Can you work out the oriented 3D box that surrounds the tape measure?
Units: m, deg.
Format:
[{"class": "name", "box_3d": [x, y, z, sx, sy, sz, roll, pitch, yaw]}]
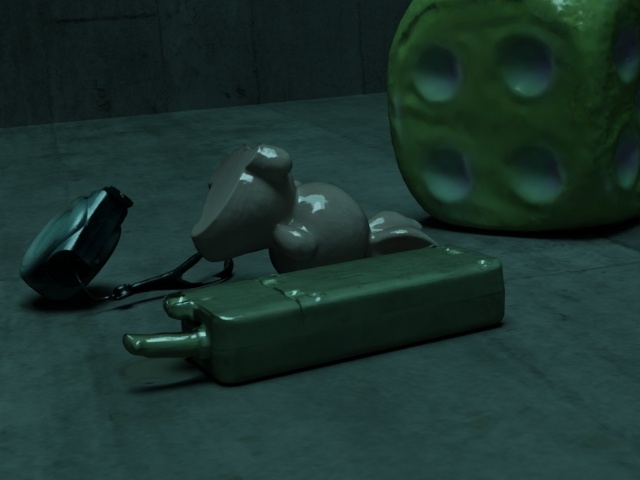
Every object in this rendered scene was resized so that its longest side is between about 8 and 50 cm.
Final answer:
[{"class": "tape measure", "box_3d": [-0.177, 0.030, 1.032, 0.179, 0.104, 0.107, 26, -31, -30]}]

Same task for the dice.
[{"class": "dice", "box_3d": [0.236, -0.151, 1.215, 0.251, 0.250, 0.254, 6, 15, 37]}]

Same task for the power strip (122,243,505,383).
[{"class": "power strip", "box_3d": [-0.005, 0.053, 0.822, 0.287, 0.053, 0.093, -10, 15, -24]}]

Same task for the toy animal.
[{"class": "toy animal", "box_3d": [-0.001, 0.001, 0.994, 0.212, 0.124, 0.124, 26, 5, -16]}]
